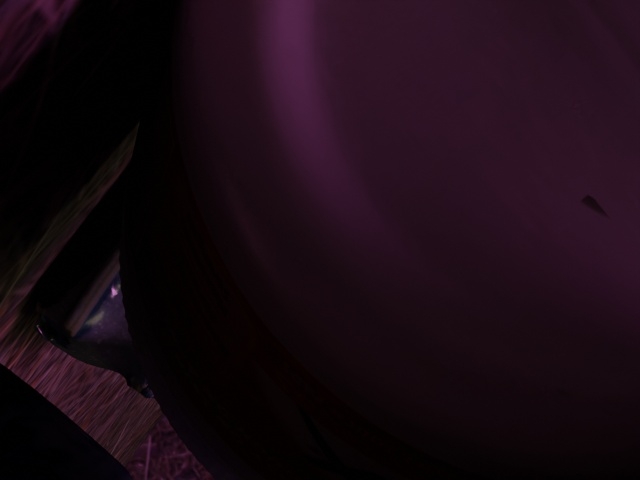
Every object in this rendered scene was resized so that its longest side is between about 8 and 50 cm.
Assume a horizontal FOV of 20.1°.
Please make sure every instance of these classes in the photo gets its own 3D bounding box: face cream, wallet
[{"bbox_3d":[0.051,-0.018,0.495,0.201,0.201,0.187,-52,179,-21],"label":"face cream"},{"bbox_3d":[-0.022,-0.031,0.679,0.202,0.059,0.141,-52,177,-3],"label":"wallet"}]

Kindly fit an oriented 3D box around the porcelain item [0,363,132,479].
[{"bbox_3d":[-0.105,0.116,0.512,0.147,0.114,0.147,-53,177,-3],"label":"porcelain item"}]
